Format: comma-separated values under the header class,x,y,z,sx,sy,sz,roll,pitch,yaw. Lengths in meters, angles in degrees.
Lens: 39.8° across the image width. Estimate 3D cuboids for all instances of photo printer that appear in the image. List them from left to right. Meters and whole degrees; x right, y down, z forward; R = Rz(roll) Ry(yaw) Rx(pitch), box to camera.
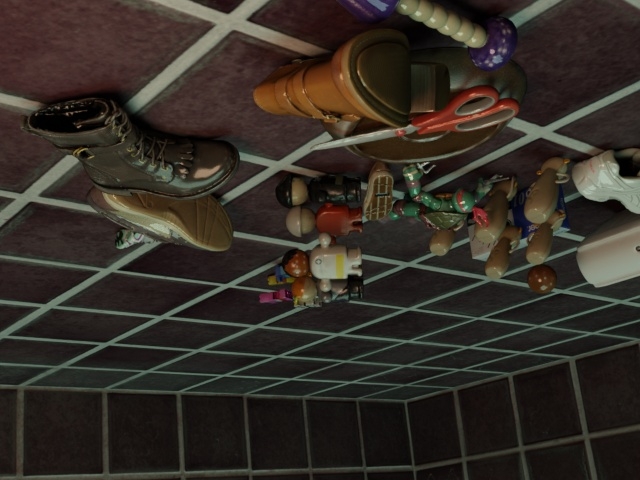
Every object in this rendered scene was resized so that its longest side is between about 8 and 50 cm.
class,x,y,z,sx,sy,sz,roll,pitch,yaw
photo printer,0.680,-0.027,1.701,0.307,0.107,0.256,-25,-178,43

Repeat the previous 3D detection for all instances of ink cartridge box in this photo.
class,x,y,z,sx,sy,sz,roll,pitch,yaw
ink cartridge box,0.381,-0.036,1.724,0.046,0.097,0.207,11,155,-40

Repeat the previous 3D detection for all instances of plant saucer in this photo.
class,x,y,z,sx,sy,sz,roll,pitch,yaw
plant saucer,0.154,-0.184,1.312,0.310,0.050,0.310,-5,160,-2

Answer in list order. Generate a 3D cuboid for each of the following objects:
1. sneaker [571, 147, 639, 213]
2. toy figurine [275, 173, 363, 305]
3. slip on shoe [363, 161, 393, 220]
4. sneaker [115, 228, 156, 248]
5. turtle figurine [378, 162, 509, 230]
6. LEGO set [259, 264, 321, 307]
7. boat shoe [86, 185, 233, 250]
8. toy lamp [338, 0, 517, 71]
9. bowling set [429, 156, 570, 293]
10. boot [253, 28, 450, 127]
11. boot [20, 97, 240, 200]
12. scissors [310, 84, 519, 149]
class,x,y,z,sx,sy,sz,roll,pitch,yaw
sneaker,0.571,-0.113,1.581,0.232,0.090,0.115,4,155,-28
toy figurine,0.000,0.000,1.549,0.148,0.210,0.213,-1,161,3
slip on shoe,0.100,-0.086,1.535,0.051,0.041,0.135,-5,146,-3
sneaker,-0.344,-0.005,1.690,0.069,0.038,0.098,13,154,-42
turtle figurine,0.205,-0.074,1.548,0.175,0.118,0.234,20,160,-31
LEGO set,-0.083,0.107,2.028,0.093,0.087,0.227,-9,167,19
boat shoe,-0.269,-0.047,1.508,0.092,0.103,0.285,-14,156,37
toy lamp,0.120,-0.264,1.021,0.274,0.080,0.080,11,155,-39
bowling set,0.360,-0.010,1.619,0.287,0.154,0.200,-18,120,43
boot,0.013,-0.193,1.065,0.220,0.109,0.283,4,-168,25
boot,-0.263,-0.134,1.262,0.262,0.091,0.229,-6,162,6
scissors,0.136,-0.158,1.273,0.297,0.021,0.109,-18,159,26
